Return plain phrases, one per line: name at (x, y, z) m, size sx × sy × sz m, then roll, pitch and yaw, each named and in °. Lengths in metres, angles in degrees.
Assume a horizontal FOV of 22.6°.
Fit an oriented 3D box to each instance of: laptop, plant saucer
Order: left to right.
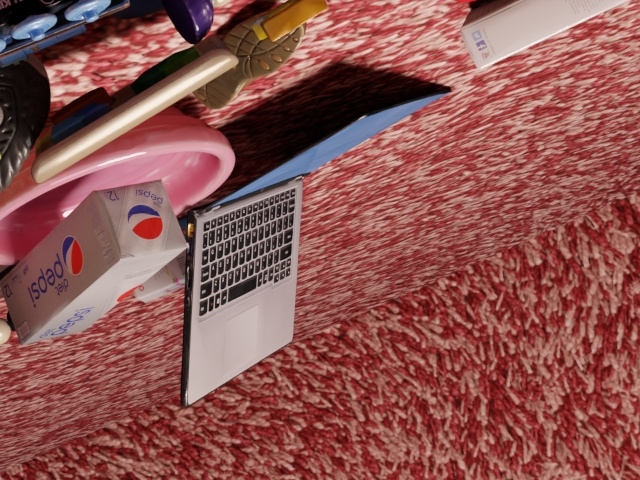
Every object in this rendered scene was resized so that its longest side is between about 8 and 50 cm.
plant saucer at (-0.268, -0.073, 1.900) m, size 0.332 × 0.084 × 0.332 m, roll -21°, pitch 168°, yaw -4°
laptop at (0.000, 0.000, 2.157) m, size 0.236 × 0.408 × 0.382 m, roll 8°, pitch -168°, yaw 20°

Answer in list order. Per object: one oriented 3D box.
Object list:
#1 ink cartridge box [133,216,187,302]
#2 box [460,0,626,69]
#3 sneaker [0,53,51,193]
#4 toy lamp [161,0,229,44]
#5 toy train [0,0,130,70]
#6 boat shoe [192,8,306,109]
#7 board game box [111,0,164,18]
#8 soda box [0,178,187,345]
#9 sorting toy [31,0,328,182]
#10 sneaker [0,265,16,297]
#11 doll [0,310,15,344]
ink cartridge box at (-0.227, 0.028, 2.370) m, size 0.122 × 0.089 × 0.052 m, roll -22°, pitch 170°, yaw 3°
box at (0.319, -0.300, 1.825) m, size 0.322 × 0.058 × 0.232 m, roll -24°, pitch -171°, yaw 13°
sneaker at (-0.403, -0.076, 1.625) m, size 0.384 × 0.145 × 0.147 m, roll -42°, pitch -159°, yaw 30°
toy lamp at (-0.014, -0.267, 1.463) m, size 0.274 × 0.080 × 0.080 m, roll -29°, pitch 170°, yaw -16°
toy train at (-0.256, -0.204, 1.404) m, size 0.184 × 0.080 × 0.105 m, roll -23°, pitch 177°, yaw -4°
boat shoe at (-0.074, -0.208, 1.737) m, size 0.178 × 0.064 × 0.060 m, roll -32°, pitch -166°, yaw 45°
board game box at (-0.126, -0.264, 1.456) m, size 0.133 × 0.033 × 0.168 m, roll -27°, pitch 172°, yaw -39°
soda box at (-0.276, 0.030, 1.911) m, size 0.098 × 0.091 × 0.286 m, roll -12°, pitch 164°, yaw -39°
sorting toy at (-0.142, -0.160, 1.516) m, size 0.307 × 0.041 × 0.229 m, roll -32°, pitch -168°, yaw -1°
sneaker at (-0.439, 0.062, 2.135) m, size 0.281 × 0.106 × 0.162 m, roll -29°, pitch 169°, yaw 26°
doll at (-0.361, 0.083, 2.119) m, size 0.189 × 0.046 × 0.129 m, roll -33°, pitch 171°, yaw -17°
